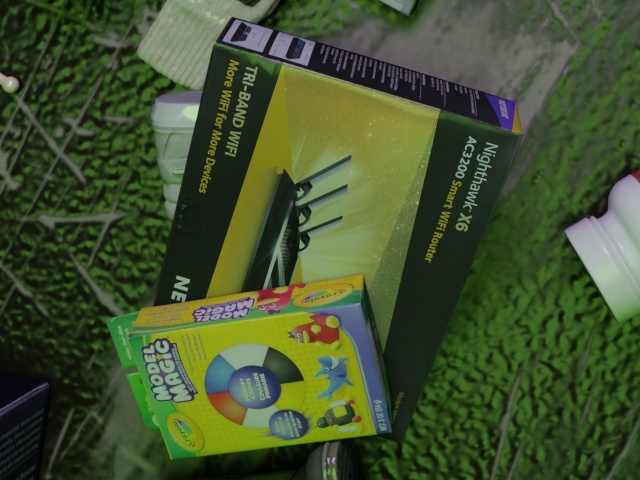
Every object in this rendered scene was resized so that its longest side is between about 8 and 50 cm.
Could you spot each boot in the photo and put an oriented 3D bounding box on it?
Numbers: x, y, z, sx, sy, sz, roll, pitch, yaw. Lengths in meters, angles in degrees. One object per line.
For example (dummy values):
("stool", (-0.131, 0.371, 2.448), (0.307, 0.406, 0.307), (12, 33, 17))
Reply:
("boot", (-0.068, 0.227, 0.925), (0.208, 0.190, 0.076), (2, 57, 8))
("boot", (-0.021, -0.072, 0.927), (0.258, 0.095, 0.124), (0, 110, 10))

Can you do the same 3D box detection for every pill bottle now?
("pill bottle", (0.319, -0.023, 0.857), (0.216, 0.121, 0.121), (-30, 91, 10))

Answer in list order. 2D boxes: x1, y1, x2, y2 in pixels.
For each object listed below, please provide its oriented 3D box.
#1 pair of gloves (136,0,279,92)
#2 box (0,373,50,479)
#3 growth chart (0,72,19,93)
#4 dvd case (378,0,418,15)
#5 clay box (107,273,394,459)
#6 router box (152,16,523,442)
("pair of gloves", (-0.140, -0.263, 0.888), (0.240, 0.042, 0.204), (38, 109, -18))
("box", (-0.449, 0.311, 0.959), (0.293, 0.212, 0.396), (11, 97, 6))
("growth chart", (-0.421, -0.106, 1.005), (0.172, 0.021, 0.237), (37, 100, 3))
("dvd case", (0.009, -0.323, 0.879), (0.238, 0.030, 0.179), (29, 125, 4))
("clay box", (-0.060, 0.108, 0.849), (0.221, 0.053, 0.128), (-10, 116, 10))
("router box", (0.000, 0.000, 0.864), (0.242, 0.081, 0.309), (15, 117, -2))
